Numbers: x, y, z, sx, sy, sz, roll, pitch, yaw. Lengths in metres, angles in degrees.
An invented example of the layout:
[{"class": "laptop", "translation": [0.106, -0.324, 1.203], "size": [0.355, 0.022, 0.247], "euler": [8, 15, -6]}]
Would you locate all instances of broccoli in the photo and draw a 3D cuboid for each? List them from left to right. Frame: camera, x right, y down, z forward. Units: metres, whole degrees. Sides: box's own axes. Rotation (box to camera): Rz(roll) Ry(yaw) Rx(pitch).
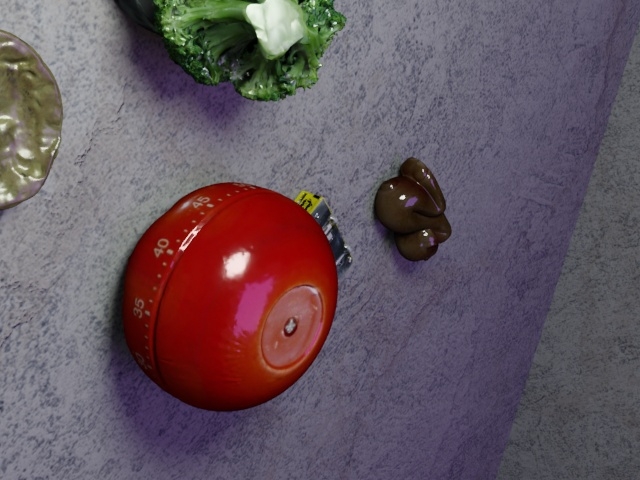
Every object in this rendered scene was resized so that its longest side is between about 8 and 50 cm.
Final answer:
[{"class": "broccoli", "translation": [-0.088, -0.311, 1.327], "size": [0.261, 0.241, 0.269], "euler": [-38, 113, -8]}]

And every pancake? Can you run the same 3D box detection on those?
[{"class": "pancake", "translation": [-0.435, -0.146, 1.210], "size": [0.241, 0.050, 0.242], "euler": [-19, 120, -37]}]

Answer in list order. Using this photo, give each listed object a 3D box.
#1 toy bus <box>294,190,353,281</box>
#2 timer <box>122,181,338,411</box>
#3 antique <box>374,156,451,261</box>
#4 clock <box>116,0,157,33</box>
[{"class": "toy bus", "translation": [0.000, 0.000, 1.919], "size": [0.081, 0.074, 0.226], "euler": [-54, 146, -19]}, {"class": "timer", "translation": [-0.141, 0.095, 1.587], "size": [0.378, 0.279, 0.378], "euler": [-30, 132, -40]}, {"class": "antique", "translation": [0.204, -0.050, 2.145], "size": [0.143, 0.121, 0.257], "euler": [-46, 144, -16]}, {"class": "clock", "translation": [-0.175, -0.443, 1.372], "size": [0.325, 0.067, 0.325], "euler": [-34, 136, -40]}]
